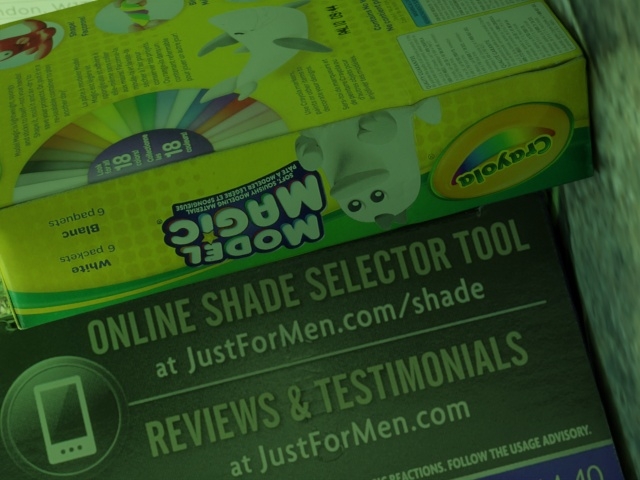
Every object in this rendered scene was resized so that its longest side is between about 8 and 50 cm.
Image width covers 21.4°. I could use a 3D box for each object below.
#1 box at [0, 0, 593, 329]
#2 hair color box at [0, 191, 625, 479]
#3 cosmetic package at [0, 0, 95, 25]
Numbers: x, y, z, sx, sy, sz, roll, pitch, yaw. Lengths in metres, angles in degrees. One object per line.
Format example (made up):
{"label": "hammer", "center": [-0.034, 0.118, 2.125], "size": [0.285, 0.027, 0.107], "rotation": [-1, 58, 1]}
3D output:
{"label": "box", "center": [-0.027, -0.035, 0.463], "size": [0.105, 0.179, 0.043], "rotation": [-111, 9, -56]}
{"label": "hair color box", "center": [-0.015, 0.094, 0.638], "size": [0.339, 0.185, 0.110], "rotation": [93, 162, -74]}
{"label": "cosmetic package", "center": [-0.099, -0.272, 0.523], "size": [0.453, 0.161, 0.230], "rotation": [85, -179, -57]}
